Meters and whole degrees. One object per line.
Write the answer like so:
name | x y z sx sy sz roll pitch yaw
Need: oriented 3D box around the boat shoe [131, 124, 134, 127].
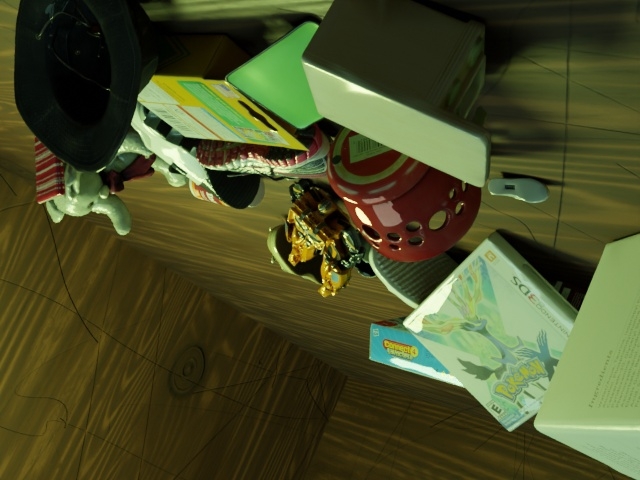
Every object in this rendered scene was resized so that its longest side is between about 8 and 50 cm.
boat shoe | -0.267 -0.196 2.040 0.228 0.080 0.076 25 -175 -14

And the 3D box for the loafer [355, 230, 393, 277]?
loafer | 0.093 0.032 2.238 0.094 0.087 0.251 24 167 3

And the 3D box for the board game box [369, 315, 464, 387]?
board game box | 0.319 0.226 2.278 0.302 0.086 0.308 -7 -169 -41

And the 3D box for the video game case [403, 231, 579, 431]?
video game case | 0.337 0.177 1.942 0.300 0.036 0.329 45 140 7

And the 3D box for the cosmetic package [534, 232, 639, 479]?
cosmetic package | 0.561 0.183 1.446 0.329 0.327 0.393 27 166 -7

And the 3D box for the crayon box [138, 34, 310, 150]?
crayon box | -0.168 -0.237 1.663 0.323 0.083 0.203 12 162 46

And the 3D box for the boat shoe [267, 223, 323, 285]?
boat shoe | -0.061 0.036 2.505 0.089 0.104 0.285 14 164 31

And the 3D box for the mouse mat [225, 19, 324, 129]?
mouse mat | -0.020 -0.223 1.447 0.152 0.007 0.189 32 142 -32

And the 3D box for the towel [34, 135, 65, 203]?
towel | -0.523 -0.215 2.035 0.031 0.275 0.199 -2 178 -25

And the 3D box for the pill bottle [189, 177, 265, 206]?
pill bottle | -0.193 -0.115 2.186 0.152 0.086 0.086 15 164 37

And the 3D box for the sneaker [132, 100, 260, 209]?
sneaker | -0.244 -0.183 1.958 0.146 0.122 0.330 11 151 47

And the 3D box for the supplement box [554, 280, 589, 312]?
supplement box | 0.524 0.171 1.907 0.239 0.130 0.073 17 164 34

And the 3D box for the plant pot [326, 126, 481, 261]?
plant pot | 0.113 -0.088 1.503 0.191 0.191 0.174 15 161 38

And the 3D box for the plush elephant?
plush elephant | -0.443 -0.137 2.175 0.330 0.255 0.272 28 167 -13

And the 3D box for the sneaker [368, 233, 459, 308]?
sneaker | 0.235 0.103 2.161 0.366 0.135 0.150 30 162 -19

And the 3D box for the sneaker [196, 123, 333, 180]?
sneaker | -0.097 -0.150 1.797 0.299 0.121 0.112 12 164 43

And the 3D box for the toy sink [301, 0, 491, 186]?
toy sink | 0.117 -0.187 1.232 0.234 0.131 0.153 26 168 16

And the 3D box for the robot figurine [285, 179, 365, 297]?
robot figurine | 0.000 0.000 2.138 0.211 0.085 0.291 45 162 19

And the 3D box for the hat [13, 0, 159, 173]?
hat | -0.328 -0.273 1.570 0.331 0.331 0.134 15 -158 38

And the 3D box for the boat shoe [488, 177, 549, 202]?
boat shoe | 0.300 -0.076 1.565 0.100 0.035 0.035 8 -173 41
